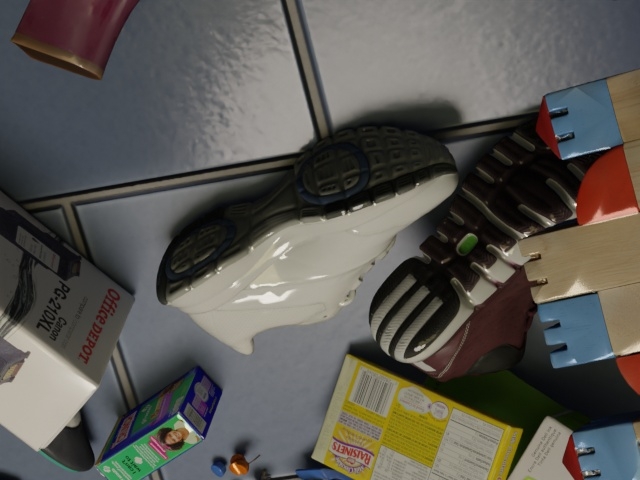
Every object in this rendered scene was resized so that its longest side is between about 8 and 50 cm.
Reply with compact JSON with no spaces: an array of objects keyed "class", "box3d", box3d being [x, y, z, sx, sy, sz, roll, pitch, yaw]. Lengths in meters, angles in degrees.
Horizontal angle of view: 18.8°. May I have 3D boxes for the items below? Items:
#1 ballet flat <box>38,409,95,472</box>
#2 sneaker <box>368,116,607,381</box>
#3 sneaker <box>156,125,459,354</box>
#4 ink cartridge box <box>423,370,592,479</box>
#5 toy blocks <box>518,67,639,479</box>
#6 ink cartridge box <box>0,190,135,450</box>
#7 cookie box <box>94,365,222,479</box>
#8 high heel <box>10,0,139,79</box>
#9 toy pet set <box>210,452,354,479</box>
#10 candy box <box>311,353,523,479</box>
[{"class":"ballet flat","box3d":[-0.281,0.140,1.830,0.203,0.074,0.074,40,115,-10]},{"class":"sneaker","box3d":[0.173,0.014,1.701,0.281,0.106,0.162,-43,144,1]},{"class":"sneaker","box3d":[0.000,0.000,1.716,0.297,0.111,0.129,-27,126,23]},{"class":"ink cartridge box","box3d":[0.166,0.230,1.724,0.255,0.097,0.188,33,100,16]},{"class":"toy blocks","box3d":[0.266,0.015,1.362,0.261,0.191,0.381,-14,93,31]},{"class":"ink cartridge box","box3d":[-0.297,0.049,1.725,0.237,0.172,0.100,39,115,-13]},{"class":"cookie box","box3d":[-0.152,0.178,1.818,0.107,0.092,0.040,-35,105,22]},{"class":"high heel","box3d":[-0.311,-0.280,1.624,0.377,0.127,0.181,23,85,3]},{"class":"toy pet set","box3d":[-0.023,0.241,1.865,0.114,0.065,0.122,-12,117,52]},{"class":"candy box","box3d":[0.083,0.182,1.735,0.206,0.027,0.105,22,96,43]}]
